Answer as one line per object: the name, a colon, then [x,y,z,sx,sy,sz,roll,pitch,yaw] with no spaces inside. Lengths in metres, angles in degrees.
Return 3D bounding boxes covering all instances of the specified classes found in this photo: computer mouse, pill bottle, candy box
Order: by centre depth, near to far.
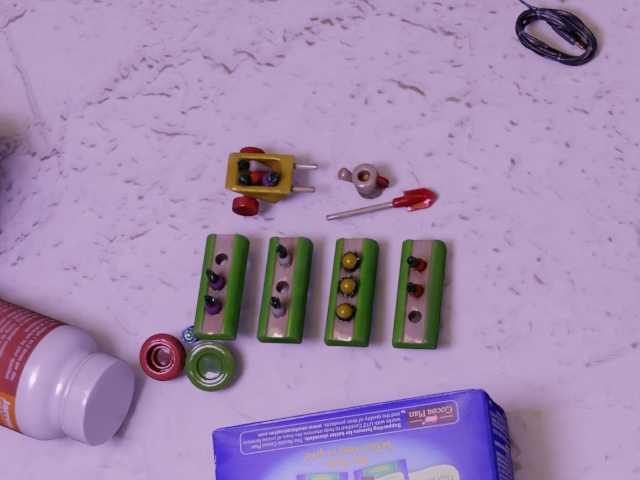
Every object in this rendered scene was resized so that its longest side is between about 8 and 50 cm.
candy box: [0.051,0.316,1.520,0.268,0.122,0.317,-10,71,16]
computer mouse: [0.186,-0.259,1.682,0.071,0.041,0.242,-42,73,3]
pill bottle: [-0.303,0.131,1.697,0.216,0.121,0.121,18,82,24]

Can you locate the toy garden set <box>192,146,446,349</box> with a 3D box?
toy garden set: [0.000,0.000,1.647,0.244,0.049,0.203,1,67,14]

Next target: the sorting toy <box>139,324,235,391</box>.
sorting toy: [-0.131,0.116,1.690,0.102,0.042,0.061,10,94,10]
